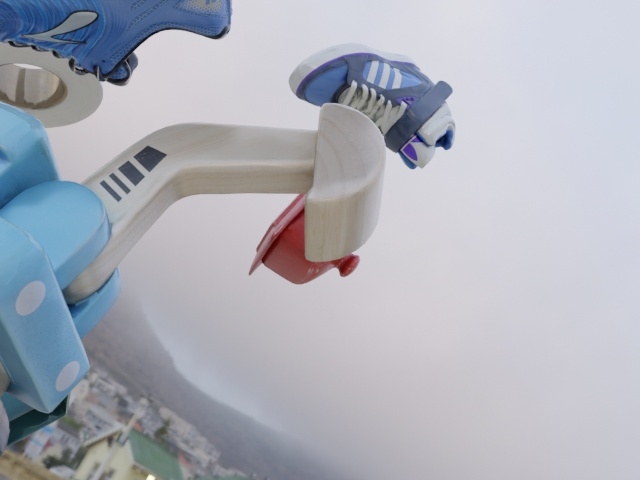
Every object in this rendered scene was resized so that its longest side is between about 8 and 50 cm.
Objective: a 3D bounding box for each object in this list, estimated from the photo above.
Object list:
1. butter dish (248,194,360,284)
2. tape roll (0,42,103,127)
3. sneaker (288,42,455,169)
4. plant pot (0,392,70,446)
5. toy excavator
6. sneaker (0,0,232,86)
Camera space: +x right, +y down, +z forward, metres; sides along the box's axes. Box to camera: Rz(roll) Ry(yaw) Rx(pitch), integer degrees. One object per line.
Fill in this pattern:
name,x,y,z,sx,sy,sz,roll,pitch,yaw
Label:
butter dish,0.000,0.000,0.986,0.118,0.160,0.160,40,-27,1
tape roll,-0.559,-0.330,1.443,0.286,0.100,0.286,-5,-23,-2
sneaker,0.119,-0.238,1.416,0.130,0.322,0.236,-50,-121,42
plant pot,-0.458,0.151,0.982,0.234,0.165,0.166,58,-29,10
toy excavator,-0.216,-0.016,0.622,0.433,0.445,0.222,24,-36,18
sneaker,-0.237,-0.202,0.698,0.330,0.130,0.147,-9,-60,5
